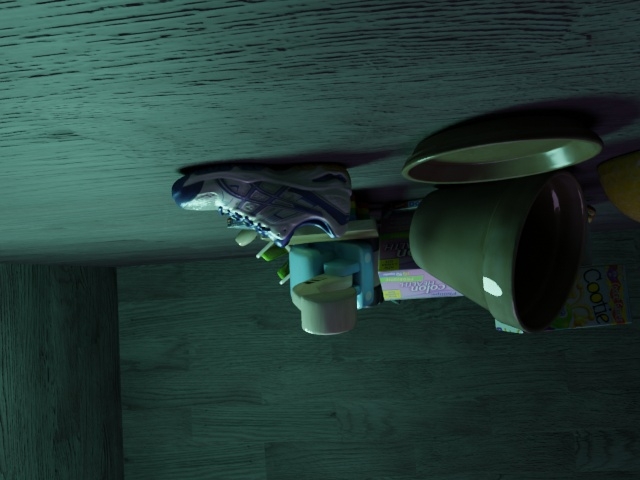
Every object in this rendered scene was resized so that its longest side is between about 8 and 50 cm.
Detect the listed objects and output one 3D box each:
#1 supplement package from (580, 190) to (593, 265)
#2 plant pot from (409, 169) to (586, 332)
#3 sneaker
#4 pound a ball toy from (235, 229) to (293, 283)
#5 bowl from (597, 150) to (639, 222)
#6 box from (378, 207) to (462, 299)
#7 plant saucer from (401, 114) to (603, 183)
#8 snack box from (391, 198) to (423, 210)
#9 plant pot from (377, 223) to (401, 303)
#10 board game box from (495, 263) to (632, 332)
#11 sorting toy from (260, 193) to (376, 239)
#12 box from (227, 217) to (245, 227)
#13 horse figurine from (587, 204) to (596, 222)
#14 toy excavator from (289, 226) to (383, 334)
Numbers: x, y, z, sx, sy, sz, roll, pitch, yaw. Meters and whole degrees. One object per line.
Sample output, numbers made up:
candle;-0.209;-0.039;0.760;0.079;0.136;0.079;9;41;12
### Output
supplement package;0.548;-0.023;1.317;0.262;0.200;0.198;0;174;-43
plant pot;0.357;0.001;1.077;0.323;0.324;0.280;0;-170;-42
sneaker;-0.093;-0.053;0.832;0.296;0.131;0.112;-2;177;-4
pound a ball toy;-0.130;0.011;1.688;0.135;0.208;0.319;-42;179;10
bowl;0.686;-0.084;0.947;0.289;0.156;0.289;-4;175;0
box;0.269;0.024;1.350;0.213;0.243;0.117;-5;135;15
plant saucer;0.258;-0.128;0.747;0.277;0.041;0.278;-5;176;0
snack box;0.277;-0.095;1.306;0.178;0.022;0.064;-6;176;27
plant pot;0.191;0.059;1.739;0.293;0.196;0.293;31;176;3
board game box;0.583;0.142;1.247;0.275;0.142;0.144;-5;174;-6
sorting toy;0.008;-0.049;1.231;0.256;0.090;0.255;-5;176;8
box;-0.187;-0.050;1.445;0.093;0.027;0.137;-4;176;24
horse figurine;0.781;-0.086;1.601;0.174;0.066;0.263;2;178;-2
toy excavator;0.015;0.107;1.341;0.432;0.223;0.445;11;-160;43
